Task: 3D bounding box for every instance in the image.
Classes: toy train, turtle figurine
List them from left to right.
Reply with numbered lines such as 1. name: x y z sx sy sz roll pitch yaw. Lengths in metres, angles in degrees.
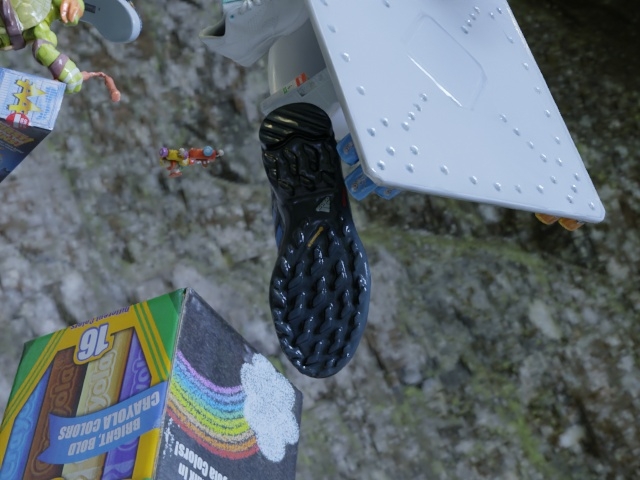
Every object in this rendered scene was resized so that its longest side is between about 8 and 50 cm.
1. turtle figurine: -0.341 -0.223 1.116 0.269 0.217 0.087 58 -17 30
2. toy train: -0.264 -0.155 2.076 0.166 0.125 0.046 156 -64 -77

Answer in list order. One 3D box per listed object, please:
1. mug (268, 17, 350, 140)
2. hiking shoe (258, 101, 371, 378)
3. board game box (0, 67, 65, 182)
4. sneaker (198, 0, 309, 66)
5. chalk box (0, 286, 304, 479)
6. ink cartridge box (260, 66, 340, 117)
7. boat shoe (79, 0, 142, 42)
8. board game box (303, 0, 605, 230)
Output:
1. mug: 0.100 -0.310 1.747 0.374 0.328 0.276 46 -60 49
2. hiking shoe: 0.000 0.000 1.161 0.132 0.113 0.304 15 71 -84
3. board game box: -0.358 -0.131 1.035 0.194 0.194 0.060 -16 -124 39
4. sneaker: -0.081 -0.308 1.358 0.212 0.094 0.080 -38 -133 41
5. chalk box: -0.141 0.217 0.792 0.179 0.180 0.289 -19 -137 26
6. ink cartridge box: -0.019 -0.193 1.418 0.063 0.115 0.029 48 14 -32
7. boat shoe: -0.301 -0.340 1.542 0.183 0.083 0.065 32 -65 39
8. board game box: 0.131 -0.195 1.203 0.050 0.390 0.390 -41 -124 39
